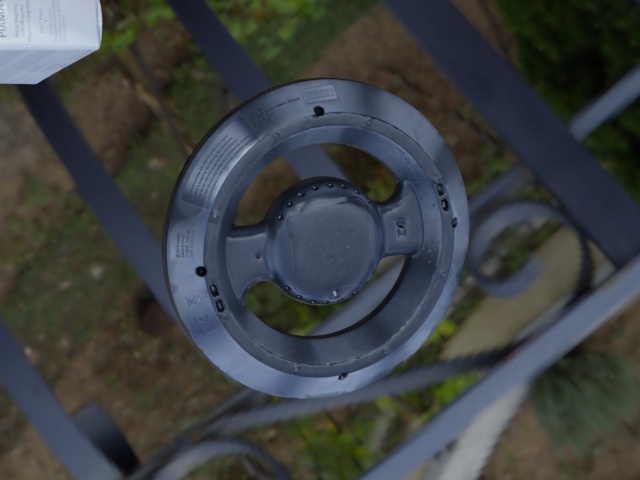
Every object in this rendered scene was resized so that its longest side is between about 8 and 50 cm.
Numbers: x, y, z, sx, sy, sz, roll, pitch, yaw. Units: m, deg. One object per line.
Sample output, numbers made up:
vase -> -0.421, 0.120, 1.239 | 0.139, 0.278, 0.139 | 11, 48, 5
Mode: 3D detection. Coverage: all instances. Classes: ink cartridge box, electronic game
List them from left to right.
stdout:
ink cartridge box -> -0.343, -0.185, 1.621 | 0.232, 0.066, 0.189 | 1, 174, -28
electronic game -> 0.000, 0.000, 1.220 | 0.229, 0.048, 0.229 | -5, 104, -22
